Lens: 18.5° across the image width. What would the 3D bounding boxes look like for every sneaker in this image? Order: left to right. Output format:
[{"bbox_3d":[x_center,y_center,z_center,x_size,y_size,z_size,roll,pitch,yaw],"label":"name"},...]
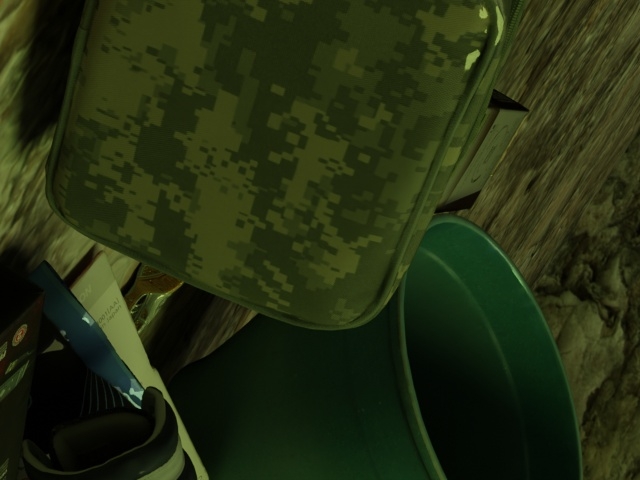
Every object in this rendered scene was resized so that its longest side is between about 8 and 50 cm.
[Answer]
[{"bbox_3d":[-0.161,0.097,1.210,0.090,0.081,0.232,-38,148,-8],"label":"sneaker"},{"bbox_3d":[-0.126,0.170,1.199,0.099,0.153,0.282,-24,-175,-17],"label":"sneaker"},{"bbox_3d":[-0.122,0.036,1.385,0.083,0.032,0.037,-49,180,-16],"label":"sneaker"}]

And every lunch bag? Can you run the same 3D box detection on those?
[{"bbox_3d":[0.005,-0.146,1.041,0.305,0.212,0.256,110,1,-47],"label":"lunch bag"}]

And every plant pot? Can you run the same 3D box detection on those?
[{"bbox_3d":[0.025,0.145,1.499,0.255,0.271,0.271,-19,-172,28],"label":"plant pot"}]

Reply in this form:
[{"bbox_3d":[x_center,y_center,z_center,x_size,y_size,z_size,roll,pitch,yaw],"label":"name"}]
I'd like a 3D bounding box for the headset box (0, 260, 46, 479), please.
[{"bbox_3d":[-0.251,0.151,0.943,0.218,0.110,0.293,-47,162,-41],"label":"headset box"}]

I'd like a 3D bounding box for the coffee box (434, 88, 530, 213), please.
[{"bbox_3d":[0.059,-0.093,1.494,0.098,0.141,0.246,-60,167,10],"label":"coffee box"}]

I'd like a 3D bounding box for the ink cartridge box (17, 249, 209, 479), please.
[{"bbox_3d":[-0.213,0.183,1.299,0.296,0.066,0.261,-51,143,-29],"label":"ink cartridge box"}]
